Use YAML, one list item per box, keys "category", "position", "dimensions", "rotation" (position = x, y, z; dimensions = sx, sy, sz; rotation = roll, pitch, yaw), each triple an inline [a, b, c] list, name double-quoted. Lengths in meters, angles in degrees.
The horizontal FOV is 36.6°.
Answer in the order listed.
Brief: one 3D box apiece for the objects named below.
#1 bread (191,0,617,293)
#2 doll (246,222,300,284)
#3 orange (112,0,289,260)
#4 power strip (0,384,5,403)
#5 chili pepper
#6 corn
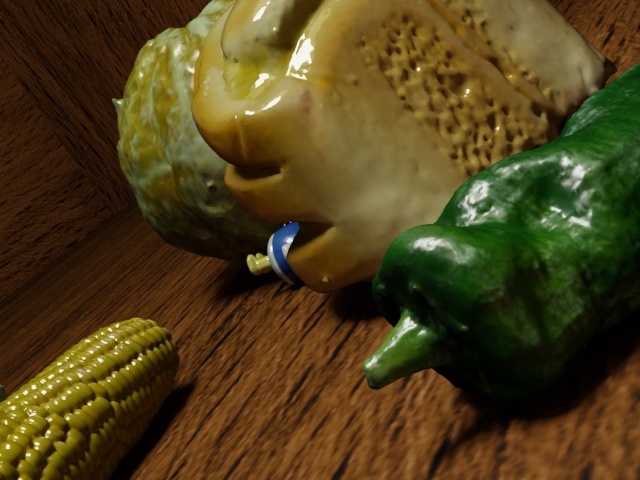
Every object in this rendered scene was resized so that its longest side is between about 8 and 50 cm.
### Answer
- category: "bread"
  position: [0.044, -0.115, 0.774]
  dimensions: [0.316, 0.270, 0.211]
  rotation: [-47, 3, -26]
- category: "doll"
  position: [0.000, 0.000, 0.905]
  dimensions: [0.143, 0.058, 0.099]
  rotation: [-23, -3, 21]
- category: "orange"
  position: [-0.084, -0.098, 1.000]
  dimensions: [0.368, 0.271, 0.210]
  rotation: [-16, 27, 47]
- category: "power strip"
  position: [-0.301, 0.166, 0.690]
  dimensions: [0.194, 0.059, 0.265]
  rotation: [-53, -15, -58]
- category: "chili pepper"
  position: [0.129, -0.007, 0.492]
  dimensions: [0.270, 0.099, 0.136]
  rotation: [-32, 35, -21]
- category: "corn"
  position: [-0.197, 0.154, 0.705]
  dimensions: [0.106, 0.106, 0.305]
  rotation: [-26, 10, 32]
